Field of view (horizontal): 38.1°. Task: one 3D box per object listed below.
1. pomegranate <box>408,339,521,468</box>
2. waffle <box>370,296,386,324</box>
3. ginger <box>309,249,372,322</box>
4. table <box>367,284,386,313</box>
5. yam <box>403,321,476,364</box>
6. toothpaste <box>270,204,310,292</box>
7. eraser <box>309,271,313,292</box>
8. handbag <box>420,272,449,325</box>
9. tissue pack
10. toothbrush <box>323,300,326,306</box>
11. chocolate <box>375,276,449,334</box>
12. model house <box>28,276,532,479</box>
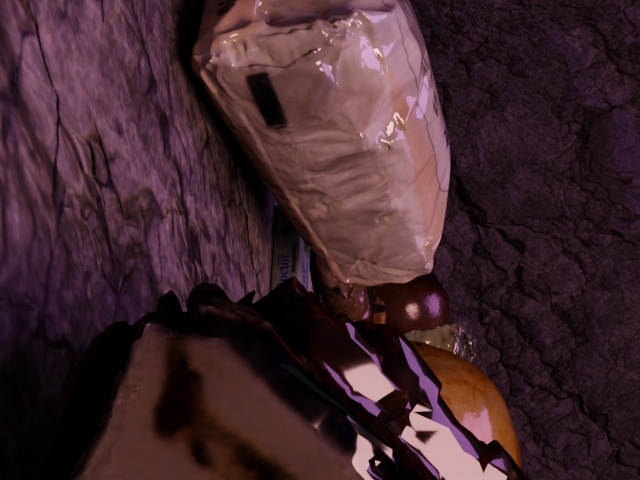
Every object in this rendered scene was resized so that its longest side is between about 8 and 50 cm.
[{"bbox_3d":[0.075,0.223,0.894,0.260,0.261,0.260,-8,90,-81],"label":"pomegranate"},{"bbox_3d":[0.089,0.291,1.426,0.304,0.078,0.348,-70,151,-69],"label":"waffle"},{"bbox_3d":[0.017,0.007,1.179,0.333,0.080,0.166,79,-10,-46],"label":"ginger"},{"bbox_3d":[0.051,0.063,1.354,0.070,0.082,0.083,-85,165,-51],"label":"table"},{"bbox_3d":[0.102,0.253,1.141,0.201,0.203,0.271,74,9,-78],"label":"yam"},{"bbox_3d":[-0.032,0.028,1.021,0.046,0.034,0.164,69,16,-44],"label":"toothpaste"},{"bbox_3d":[-0.019,0.064,1.114,0.038,0.019,0.083,-24,106,-82],"label":"eraser"},{"bbox_3d":[0.160,0.186,1.792,0.288,0.152,0.342,25,57,-65],"label":"handbag"},{"bbox_3d":[0.011,-0.182,0.930,0.375,0.195,0.390,-94,163,-46],"label":"tissue pack"},{"bbox_3d":[-0.002,0.000,1.290,0.014,0.017,0.194,-37,122,-73],"label":"toothbrush"},{"bbox_3d":[0.133,0.132,1.588,0.177,0.177,0.176,-8,90,-81],"label":"chocolate"},{"bbox_3d":[-0.030,0.183,0.501,0.317,0.297,0.282,42,8,-9],"label":"model house"}]
